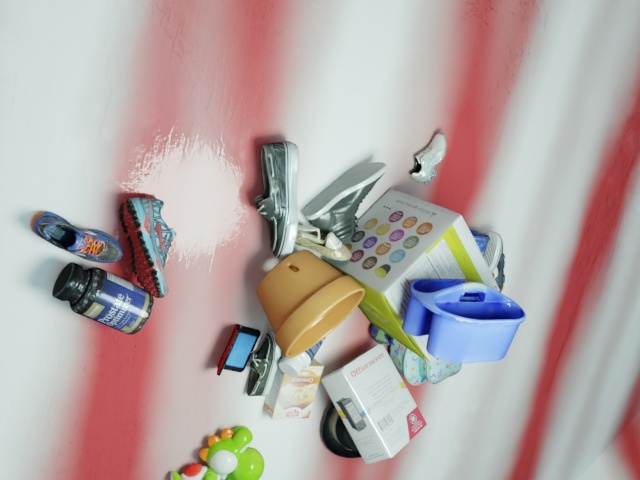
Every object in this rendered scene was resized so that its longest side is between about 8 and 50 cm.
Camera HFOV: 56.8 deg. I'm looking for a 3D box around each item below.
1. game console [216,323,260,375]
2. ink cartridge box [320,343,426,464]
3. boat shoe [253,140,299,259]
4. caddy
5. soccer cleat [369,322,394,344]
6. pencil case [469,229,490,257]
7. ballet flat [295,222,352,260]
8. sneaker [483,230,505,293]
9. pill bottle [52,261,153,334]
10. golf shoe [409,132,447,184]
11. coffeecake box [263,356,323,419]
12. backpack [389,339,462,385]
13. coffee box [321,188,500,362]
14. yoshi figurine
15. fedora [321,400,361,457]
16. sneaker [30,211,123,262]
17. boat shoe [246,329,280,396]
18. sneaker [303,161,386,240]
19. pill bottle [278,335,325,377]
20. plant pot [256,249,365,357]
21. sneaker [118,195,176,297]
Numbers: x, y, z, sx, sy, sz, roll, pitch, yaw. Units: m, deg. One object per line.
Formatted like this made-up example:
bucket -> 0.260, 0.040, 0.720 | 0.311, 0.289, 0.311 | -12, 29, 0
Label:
game console -> -0.239, 0.330, 1.745 | 0.085, 0.124, 0.144 | 24, 92, -9
ink cartridge box -> 0.175, 0.524, 1.914 | 0.226, 0.131, 0.306 | -20, 76, -46
boat shoe -> -0.132, -0.111, 1.661 | 0.119, 0.121, 0.336 | -2, 98, -21
caddy -> 0.383, 0.192, 1.583 | 0.341, 0.241, 0.179 | 4, 112, -32
soccer cleat -> 0.299, 0.258, 2.032 | 0.289, 0.121, 0.093 | -38, 121, -17
pencil case -> 0.501, 0.103, 2.110 | 0.133, 0.119, 0.306 | 10, 100, -30
ballet flat -> 0.000, 0.000, 1.737 | 0.206, 0.073, 0.067 | 18, 130, -3
sneaker -> 0.616, 0.116, 2.186 | 0.127, 0.126, 0.321 | 3, 115, -28
pill bottle -> -0.538, 0.141, 1.469 | 0.219, 0.122, 0.123 | 33, 87, -35
golf shoe -> 0.351, -0.274, 1.929 | 0.086, 0.069, 0.176 | 18, 95, -29
coffeecake box -> -0.087, 0.472, 1.893 | 0.142, 0.068, 0.186 | 10, 101, -35
backpack -> 0.375, 0.391, 2.091 | 0.253, 0.191, 0.225 | -14, 119, -23
coffee box -> 0.277, 0.102, 1.836 | 0.334, 0.337, 0.338 | -44, 124, -12
yoshi figurine -> -0.305, 0.742, 1.784 | 0.362, 0.203, 0.203 | -49, 140, -12
fedora -> 0.172, 0.653, 2.063 | 0.333, 0.152, 0.334 | -11, 111, -30
sneaker -> -0.580, 0.006, 1.420 | 0.221, 0.087, 0.083 | 23, 93, -35
boat shoe -> -0.177, 0.378, 1.800 | 0.070, 0.077, 0.220 | 3, 105, -34
sneaker -> 0.096, -0.113, 1.802 | 0.295, 0.104, 0.147 | -38, 124, -10
pill bottle -> -0.058, 0.331, 1.812 | 0.169, 0.094, 0.094 | -56, 130, -38
plant pot -> -0.044, 0.164, 1.691 | 0.290, 0.203, 0.291 | -36, 162, -14
sneaker -> -0.410, 0.013, 1.497 | 0.125, 0.104, 0.262 | -18, 99, -44
